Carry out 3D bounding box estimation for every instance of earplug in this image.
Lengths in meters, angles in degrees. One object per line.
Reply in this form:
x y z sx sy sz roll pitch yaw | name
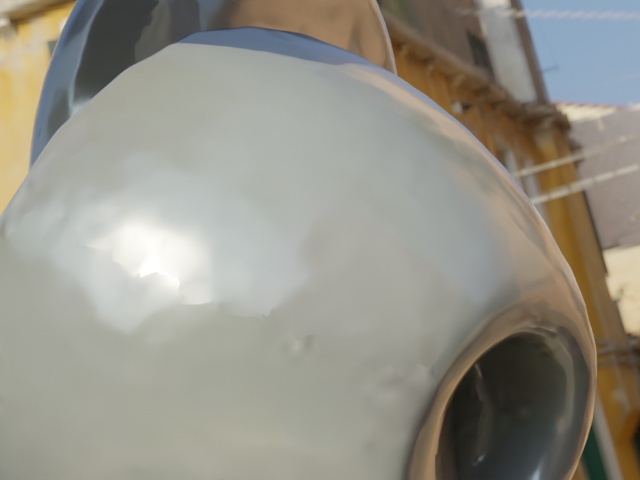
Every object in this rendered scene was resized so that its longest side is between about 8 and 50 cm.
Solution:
-0.013 0.001 0.482 0.175 0.214 0.325 -6 25 1 | earplug
